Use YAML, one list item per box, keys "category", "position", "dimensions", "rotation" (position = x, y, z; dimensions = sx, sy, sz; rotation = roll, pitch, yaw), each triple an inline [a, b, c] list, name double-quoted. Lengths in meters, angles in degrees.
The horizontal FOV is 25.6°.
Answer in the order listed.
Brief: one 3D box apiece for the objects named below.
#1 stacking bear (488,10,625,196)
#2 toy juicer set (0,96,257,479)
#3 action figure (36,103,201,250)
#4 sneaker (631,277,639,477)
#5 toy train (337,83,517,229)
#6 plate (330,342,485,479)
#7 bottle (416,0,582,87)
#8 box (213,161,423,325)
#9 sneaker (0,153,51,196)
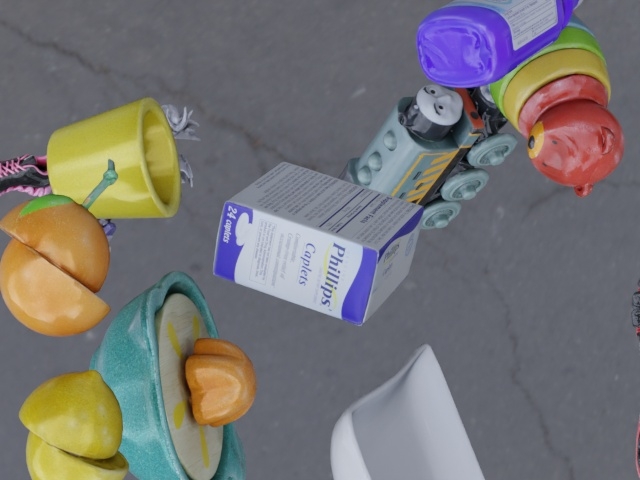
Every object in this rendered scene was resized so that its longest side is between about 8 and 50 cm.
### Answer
- category: "stacking bear"
  position: [0.295, -0.190, 1.793]
  dimensions: [0.164, 0.289, 0.175]
  rotation: [2, 138, -23]
- category: "toy juicer set"
  position: [-0.085, 0.100, 0.773]
  dimensions: [0.089, 0.209, 0.329]
  rotation: [-9, 110, 11]
- category: "action figure"
  position: [-0.246, -0.068, 1.709]
  dimensions: [0.285, 0.185, 0.099]
  rotation: [-44, 59, 27]
- category: "sneaker"
  position: [0.393, 0.121, 1.533]
  dimensions: [0.116, 0.136, 0.314]
  rotation: [7, 98, 13]
- category: "toy train"
  position: [0.148, -0.116, 2.072]
  dimensions: [0.334, 0.190, 0.142]
  rotation: [-53, 52, 50]
- category: "plate"
  position: [0.082, 0.223, 0.957]
  dimensions: [0.045, 0.278, 0.277]
  rotation: [-22, 89, 16]
- category: "bottle"
  position: [0.226, -0.264, 1.663]
  dimensions: [0.118, 0.283, 0.092]
  rotation: [6, 117, 36]
- category: "box"
  position: [0.000, 0.000, 1.175]
  dimensions: [0.137, 0.126, 0.072]
  rotation: [18, 114, 15]
- category: "sneaker"
  position: [-0.345, -0.079, 1.585]
  dimensions: [0.057, 0.119, 0.047]
  rotation: [-44, 65, 38]
